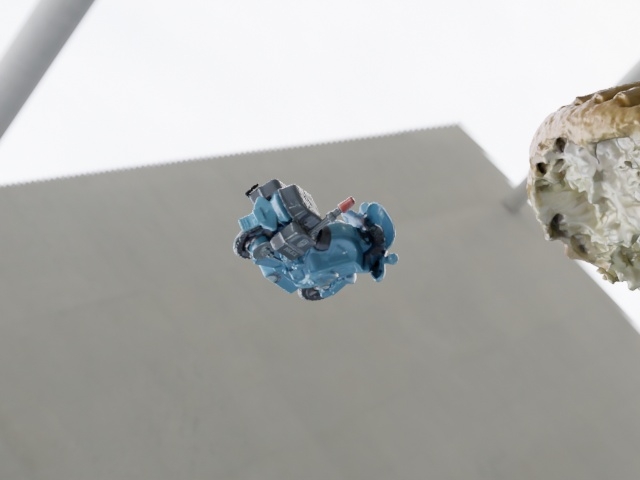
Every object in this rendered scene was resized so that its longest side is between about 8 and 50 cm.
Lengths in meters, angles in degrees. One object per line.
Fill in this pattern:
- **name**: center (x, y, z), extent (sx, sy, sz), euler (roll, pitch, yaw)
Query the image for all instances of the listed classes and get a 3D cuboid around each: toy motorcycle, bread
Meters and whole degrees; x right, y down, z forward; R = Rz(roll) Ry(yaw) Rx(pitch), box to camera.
- **toy motorcycle**: center (0.000, 0.000, 1.859), extent (0.272, 0.182, 0.123), euler (35, -157, -55)
- **bread**: center (0.301, -0.028, 1.124), extent (0.274, 0.274, 0.149), euler (43, -108, 3)
